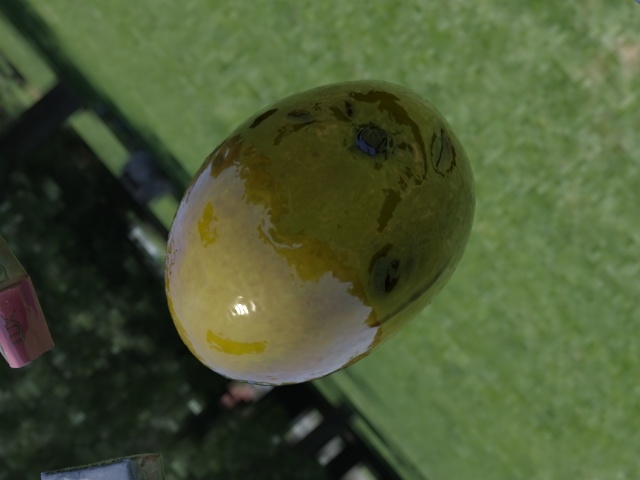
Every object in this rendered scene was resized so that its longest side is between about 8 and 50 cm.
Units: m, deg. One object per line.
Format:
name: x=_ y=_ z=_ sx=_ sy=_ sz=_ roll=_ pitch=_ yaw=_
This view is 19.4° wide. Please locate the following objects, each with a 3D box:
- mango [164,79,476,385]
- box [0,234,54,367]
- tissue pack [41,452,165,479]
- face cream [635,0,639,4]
mango: x=0.000 y=0.000 z=1.656 sx=0.220 sy=0.301 sz=0.445 roll=43 pitch=174 yaw=5
box: x=-0.350 y=0.051 z=2.020 sx=0.156 sy=0.060 sz=0.111 roll=48 pitch=159 yaw=48
tissue pack: x=-0.177 y=0.263 z=1.586 sx=0.051 sy=0.112 sz=0.156 roll=2 pitch=-103 yaw=-55
face cream: x=0.272 y=-0.237 z=1.529 sx=0.224 sy=0.114 sz=0.070 roll=42 pitch=156 yaw=28
